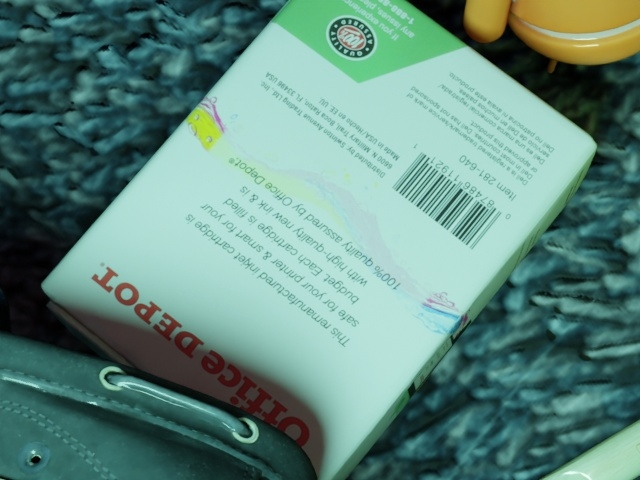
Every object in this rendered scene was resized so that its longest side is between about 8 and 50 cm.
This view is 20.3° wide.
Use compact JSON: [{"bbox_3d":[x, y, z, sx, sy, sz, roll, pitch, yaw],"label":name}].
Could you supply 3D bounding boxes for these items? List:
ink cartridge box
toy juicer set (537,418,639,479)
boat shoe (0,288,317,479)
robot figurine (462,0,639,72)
[{"bbox_3d":[0.000,0.000,1.083,0.201,0.117,0.278,38,78,10],"label":"ink cartridge box"},{"bbox_3d":[0.244,0.209,1.040,0.329,0.089,0.209,38,78,10],"label":"toy juicer set"},{"bbox_3d":[-0.230,0.103,0.968,0.500,0.186,0.156,17,48,16],"label":"boat shoe"},{"bbox_3d":[0.158,-0.194,1.092,0.128,0.219,0.158,5,56,20],"label":"robot figurine"}]
